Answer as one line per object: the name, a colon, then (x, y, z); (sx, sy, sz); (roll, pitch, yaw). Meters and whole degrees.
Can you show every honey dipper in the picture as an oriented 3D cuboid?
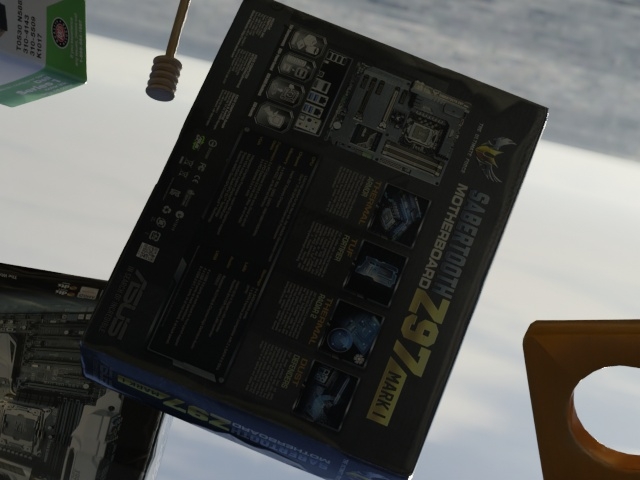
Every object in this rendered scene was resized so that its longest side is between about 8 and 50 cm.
honey dipper: (-0.140, -0.210, 1.672); (0.030, 0.160, 0.030); (9, 155, 4)

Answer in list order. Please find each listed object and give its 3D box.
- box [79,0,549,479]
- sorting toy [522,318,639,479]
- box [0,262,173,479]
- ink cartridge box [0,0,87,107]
box: (0.000, 0.000, 0.921); (0.183, 0.232, 0.059); (21, 157, 3)
sorting toy: (0.236, 0.049, 0.515); (0.348, 0.196, 0.047); (10, -151, 15)
box: (-0.278, 0.131, 1.426); (0.307, 0.076, 0.242); (10, -133, 4)
ink cartridge box: (-0.361, -0.265, 1.658); (0.117, 0.201, 0.278); (-12, 164, 33)
